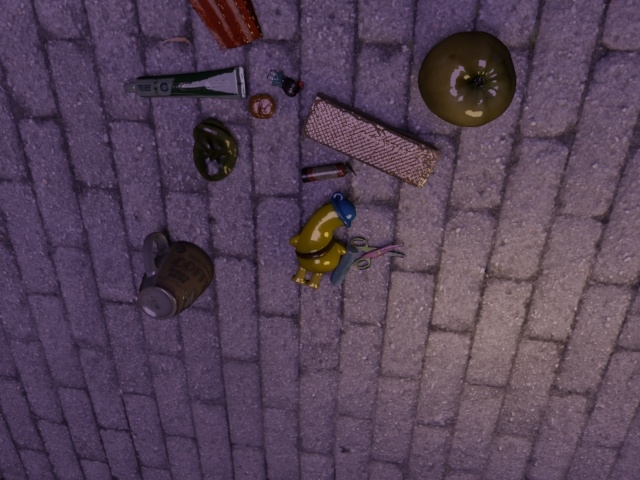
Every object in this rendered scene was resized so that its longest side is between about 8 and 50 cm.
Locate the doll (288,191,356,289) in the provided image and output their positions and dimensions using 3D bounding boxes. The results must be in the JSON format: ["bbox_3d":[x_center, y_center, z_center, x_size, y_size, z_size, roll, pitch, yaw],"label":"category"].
[{"bbox_3d":[0.000,0.000,1.622,0.199,0.145,0.363,17,113,-10],"label":"doll"}]

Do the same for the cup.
[{"bbox_3d":[-0.543,0.121,1.702,0.227,0.257,0.301,-19,111,14],"label":"cup"}]

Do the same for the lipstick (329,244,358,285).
[{"bbox_3d":[0.082,0.089,1.698,0.048,0.048,0.158,23,123,-3],"label":"lipstick"}]

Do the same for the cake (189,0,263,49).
[{"bbox_3d":[-0.284,-0.699,1.363,0.158,0.160,0.262,-13,148,14],"label":"cake"}]

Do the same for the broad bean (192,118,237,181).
[{"bbox_3d":[-0.349,-0.294,1.574,0.153,0.072,0.207,4,129,9],"label":"broad bean"}]

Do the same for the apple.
[{"bbox_3d":[0.401,-0.434,1.295,0.262,0.262,0.262,3,117,7],"label":"apple"}]

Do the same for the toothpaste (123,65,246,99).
[{"bbox_3d":[-0.423,-0.483,1.488,0.392,0.061,0.099,-1,116,5],"label":"toothpaste"}]

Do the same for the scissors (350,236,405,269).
[{"bbox_3d":[0.203,0.042,1.679,0.187,0.020,0.134,-5,119,13],"label":"scissors"}]

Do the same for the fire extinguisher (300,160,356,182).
[{"bbox_3d":[0.027,-0.219,1.557,0.177,0.050,0.062,-6,89,12],"label":"fire extinguisher"}]

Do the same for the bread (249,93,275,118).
[{"bbox_3d":[-0.182,-0.417,1.491,0.083,0.046,0.081,28,115,-5],"label":"bread"}]

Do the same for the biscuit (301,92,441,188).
[{"bbox_3d":[0.157,-0.307,1.477,0.426,0.078,0.144,24,117,-5],"label":"biscuit"}]

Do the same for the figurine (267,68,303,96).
[{"bbox_3d":[-0.108,-0.480,1.452,0.106,0.047,0.060,33,81,-1],"label":"figurine"}]
